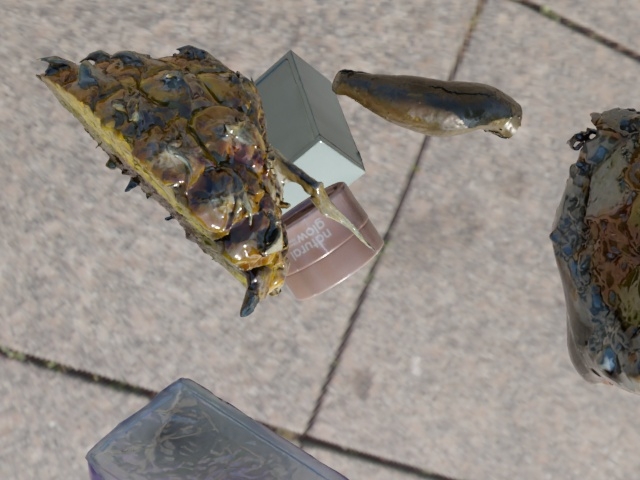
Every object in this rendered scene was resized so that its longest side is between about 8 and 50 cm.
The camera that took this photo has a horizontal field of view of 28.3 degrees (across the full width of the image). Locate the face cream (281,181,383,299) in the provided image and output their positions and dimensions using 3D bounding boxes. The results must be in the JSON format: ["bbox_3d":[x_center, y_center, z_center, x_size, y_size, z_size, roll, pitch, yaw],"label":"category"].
[{"bbox_3d":[0.000,0.000,1.770,0.149,0.149,0.104,-36,100,-11],"label":"face cream"}]

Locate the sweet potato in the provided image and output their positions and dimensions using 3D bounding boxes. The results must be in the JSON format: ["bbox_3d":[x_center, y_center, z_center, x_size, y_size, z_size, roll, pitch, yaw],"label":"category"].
[{"bbox_3d":[0.158,-0.199,1.878,0.286,0.112,0.085,6,101,-1],"label":"sweet potato"}]

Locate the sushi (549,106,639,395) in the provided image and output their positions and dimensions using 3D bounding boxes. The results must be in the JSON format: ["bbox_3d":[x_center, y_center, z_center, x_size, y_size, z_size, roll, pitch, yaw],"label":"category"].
[{"bbox_3d":[0.439,0.016,1.591,0.176,0.417,0.417,3,101,-21],"label":"sushi"}]

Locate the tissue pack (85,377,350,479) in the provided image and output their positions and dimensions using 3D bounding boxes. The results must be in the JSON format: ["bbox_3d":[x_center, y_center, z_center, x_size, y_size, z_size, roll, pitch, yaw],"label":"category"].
[{"bbox_3d":[-0.087,0.337,1.240,0.160,0.242,0.338,-36,141,-35],"label":"tissue pack"}]

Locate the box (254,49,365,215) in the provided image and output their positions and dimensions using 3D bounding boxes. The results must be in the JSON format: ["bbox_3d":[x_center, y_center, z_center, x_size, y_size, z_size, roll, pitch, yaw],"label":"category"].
[{"bbox_3d":[-0.066,-0.140,2.025,0.225,0.225,0.117,-38,133,22],"label":"box"}]

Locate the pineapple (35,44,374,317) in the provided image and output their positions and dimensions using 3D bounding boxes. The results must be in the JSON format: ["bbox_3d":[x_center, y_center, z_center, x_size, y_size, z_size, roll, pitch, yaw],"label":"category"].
[{"bbox_3d":[-0.095,-0.084,1.166,0.158,0.161,0.334,-39,91,-15],"label":"pineapple"}]
